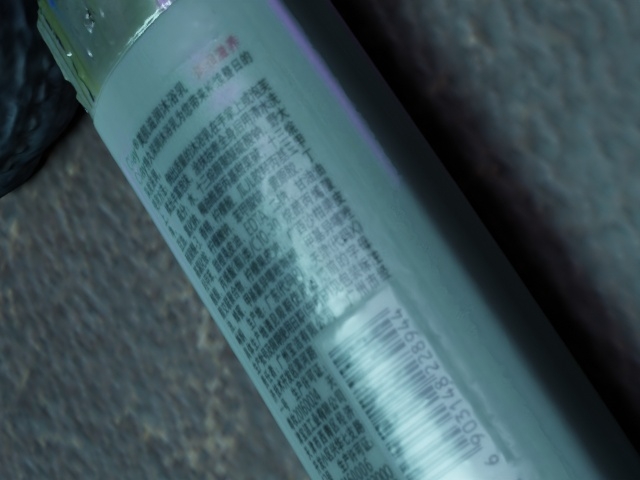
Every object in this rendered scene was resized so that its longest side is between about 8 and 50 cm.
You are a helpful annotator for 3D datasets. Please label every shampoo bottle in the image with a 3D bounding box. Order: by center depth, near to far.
[{"bbox_3d":[0.000,0.000,0.458,0.086,0.056,0.227,-44,72,34],"label":"shampoo bottle"}]

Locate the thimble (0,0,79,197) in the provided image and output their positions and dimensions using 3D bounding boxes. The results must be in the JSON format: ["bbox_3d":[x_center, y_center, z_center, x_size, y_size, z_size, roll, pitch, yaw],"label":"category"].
[{"bbox_3d":[-0.158,-0.077,0.541,0.150,0.098,0.150,9,105,37],"label":"thimble"}]
